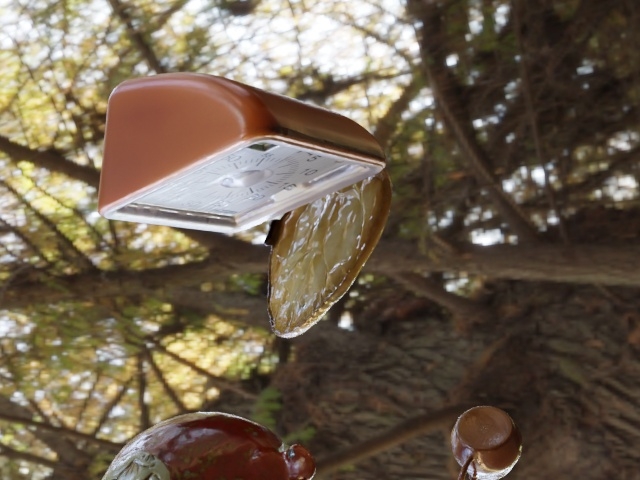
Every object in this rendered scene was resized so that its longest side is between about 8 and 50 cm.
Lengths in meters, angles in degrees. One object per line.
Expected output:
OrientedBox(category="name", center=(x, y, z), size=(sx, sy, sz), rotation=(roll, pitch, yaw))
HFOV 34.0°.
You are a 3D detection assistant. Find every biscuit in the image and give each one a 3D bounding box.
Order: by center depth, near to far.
OrientedBox(category="biscuit", center=(0.003, 0.002, 1.314), size=(0.041, 0.203, 0.260), rotation=(28, -99, -38))

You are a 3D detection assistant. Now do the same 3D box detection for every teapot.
OrientedBox(category="teapot", center=(0.255, 0.326, 1.617), size=(0.173, 0.116, 0.116), rotation=(-48, -62, -36))

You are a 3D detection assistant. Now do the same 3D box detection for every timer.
OrientedBox(category="timer", center=(-0.087, -0.103, 1.208), size=(0.257, 0.250, 0.161), rotation=(8, -99, -55))

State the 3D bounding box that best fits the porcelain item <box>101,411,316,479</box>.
OrientedBox(category="porcelain item", center=(-0.085, 0.268, 0.972), size=(0.253, 0.253, 0.253), rotation=(6, -98, -44))
